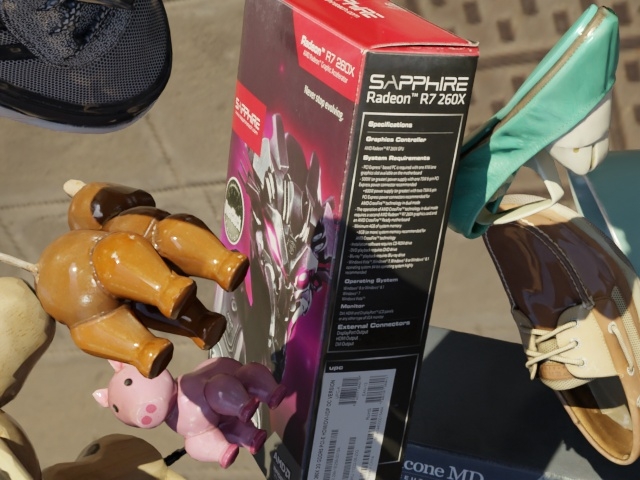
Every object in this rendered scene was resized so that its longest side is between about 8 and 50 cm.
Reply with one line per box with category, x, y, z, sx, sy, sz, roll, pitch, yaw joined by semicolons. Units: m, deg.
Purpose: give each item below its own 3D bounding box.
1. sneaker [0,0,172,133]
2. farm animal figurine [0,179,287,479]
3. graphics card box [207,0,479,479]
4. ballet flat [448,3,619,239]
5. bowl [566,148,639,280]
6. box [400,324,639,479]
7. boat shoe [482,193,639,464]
sneaker;-0.083;-0.097;0.356;0.153;0.101;0.268;24;165;26
farm animal figurine;-0.170;0.119;0.573;0.172;0.327;0.330;28;140;18
graphics card box;0.000;0.000;0.861;0.094;0.233;0.370;-3;115;-24
ballet flat;0.158;-0.073;0.809;0.087;0.083;0.247;43;144;0
bowl;0.456;0.001;1.481;0.163;0.311;0.311;-22;123;6
box;0.265;0.415;1.611;0.480;0.297;0.471;11;119;8
boat shoe;0.258;0.094;1.107;0.123;0.116;0.324;-14;122;50
